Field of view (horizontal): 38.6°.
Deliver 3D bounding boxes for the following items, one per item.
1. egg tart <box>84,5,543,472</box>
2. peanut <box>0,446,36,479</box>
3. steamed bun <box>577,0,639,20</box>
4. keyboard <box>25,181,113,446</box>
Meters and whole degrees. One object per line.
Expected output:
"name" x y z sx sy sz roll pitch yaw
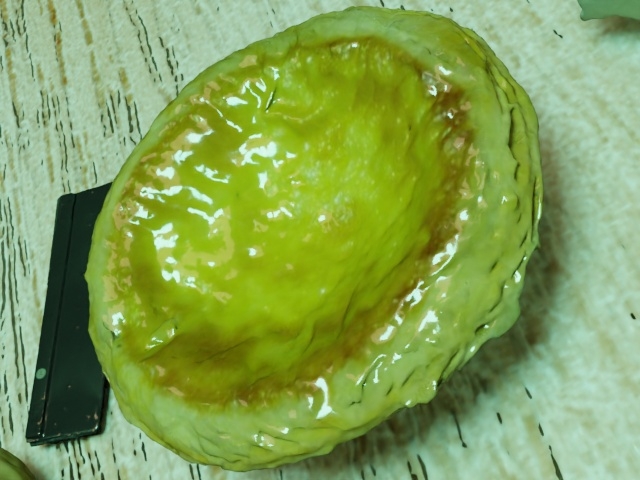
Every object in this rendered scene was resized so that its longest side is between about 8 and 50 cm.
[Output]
"egg tart" 0.000 0.000 0.584 0.319 0.128 0.318 -15 59 26
"peanut" -0.220 0.241 0.605 0.101 0.117 0.263 -57 48 22
"steamed bun" 0.243 -0.244 0.557 0.200 0.170 0.225 177 104 -68
"keyboard" -0.197 0.055 0.756 0.072 0.023 0.231 -14 57 20
